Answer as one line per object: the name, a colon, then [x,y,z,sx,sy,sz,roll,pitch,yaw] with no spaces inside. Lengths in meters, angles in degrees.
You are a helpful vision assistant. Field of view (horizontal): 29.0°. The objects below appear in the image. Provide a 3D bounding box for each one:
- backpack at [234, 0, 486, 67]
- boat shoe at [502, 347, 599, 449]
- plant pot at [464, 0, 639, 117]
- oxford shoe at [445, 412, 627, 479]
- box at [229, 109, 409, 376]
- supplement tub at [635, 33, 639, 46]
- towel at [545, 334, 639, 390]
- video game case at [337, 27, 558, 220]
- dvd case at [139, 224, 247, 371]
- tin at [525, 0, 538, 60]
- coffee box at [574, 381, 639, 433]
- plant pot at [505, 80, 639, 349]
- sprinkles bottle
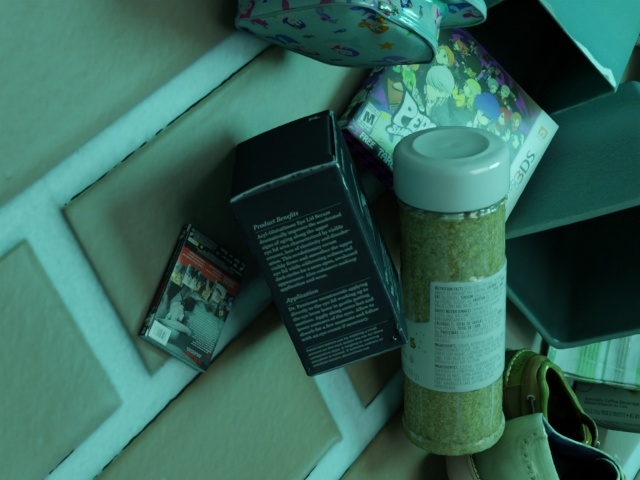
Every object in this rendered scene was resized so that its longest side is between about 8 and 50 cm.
backpack: [0.046,-0.271,1.220,0.253,0.225,0.191,7,87,-44]
boat shoe: [0.297,0.265,1.579,0.111,0.104,0.307,-55,127,-31]
plant pot: [0.291,-0.291,1.493,0.166,0.165,0.234,45,59,-19]
oxford shoe: [0.325,0.344,1.502,0.397,0.146,0.140,38,30,-32]
box: [0.000,0.000,1.212,0.153,0.108,0.207,-91,159,-67]
supplement tub: [0.490,-0.337,1.802,0.071,0.071,0.107,0,91,-47]
towel: [0.377,0.135,1.637,0.023,0.152,0.113,48,53,-72]
video game case: [0.147,-0.126,1.412,0.232,0.042,0.210,42,63,-20]
dvd case: [-0.121,0.056,1.200,0.087,0.013,0.119,37,64,-40]
tin: [0.289,-0.284,1.616,0.106,0.040,0.190,11,82,-50]
coffee box: [0.501,0.180,1.654,0.119,0.297,0.168,23,74,-44]
plant pot: [0.356,-0.049,1.553,0.248,0.247,0.252,45,42,-37]
sprinkles bottle: [0.143,0.059,1.341,0.121,0.121,0.355,-31,127,-42]
